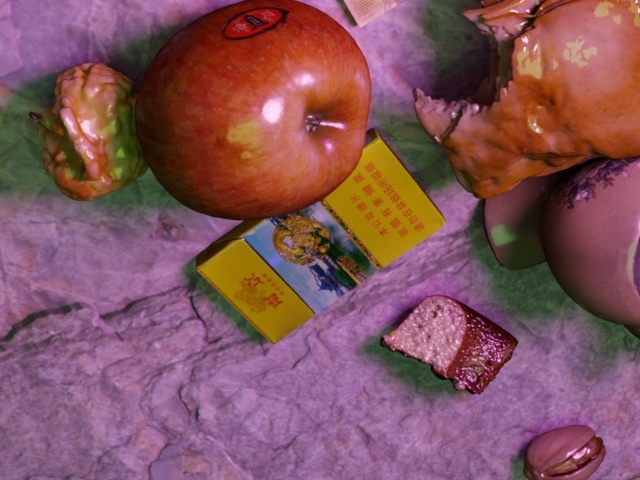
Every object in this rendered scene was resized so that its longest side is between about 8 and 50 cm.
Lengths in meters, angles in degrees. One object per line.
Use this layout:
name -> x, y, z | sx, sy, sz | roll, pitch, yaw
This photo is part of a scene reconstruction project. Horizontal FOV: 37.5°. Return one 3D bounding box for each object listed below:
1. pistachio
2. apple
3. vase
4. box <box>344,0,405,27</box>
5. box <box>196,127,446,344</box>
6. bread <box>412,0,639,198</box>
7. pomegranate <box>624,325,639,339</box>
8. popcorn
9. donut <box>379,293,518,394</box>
pistachio -> 0.429, 0.383, 1.663 | 0.149, 0.113, 0.113 | -22, 120, -2
apple -> -0.069, -0.156, 1.175 | 0.309, 0.250, 0.277 | -38, 118, -7
vase -> 0.439, -0.044, 1.340 | 0.329, 0.302, 0.240 | -37, 115, -10
box -> 0.046, -0.357, 1.228 | 0.073, 0.020, 0.149 | -30, 119, 10
box -> 0.000, 0.000, 1.411 | 0.335, 0.047, 0.187 | -35, 119, 13
bread -> 0.297, -0.217, 1.190 | 0.370, 0.191, 0.314 | -23, 127, 15
pomegranate -> 0.546, 0.094, 1.433 | 0.211, 0.263, 0.211 | 11, 136, 11
popcorn -> -0.293, -0.139, 1.216 | 0.170, 0.180, 0.180 | -5, 122, -28
donut -> 0.211, 0.160, 1.501 | 0.187, 0.144, 0.126 | 38, 104, 7
